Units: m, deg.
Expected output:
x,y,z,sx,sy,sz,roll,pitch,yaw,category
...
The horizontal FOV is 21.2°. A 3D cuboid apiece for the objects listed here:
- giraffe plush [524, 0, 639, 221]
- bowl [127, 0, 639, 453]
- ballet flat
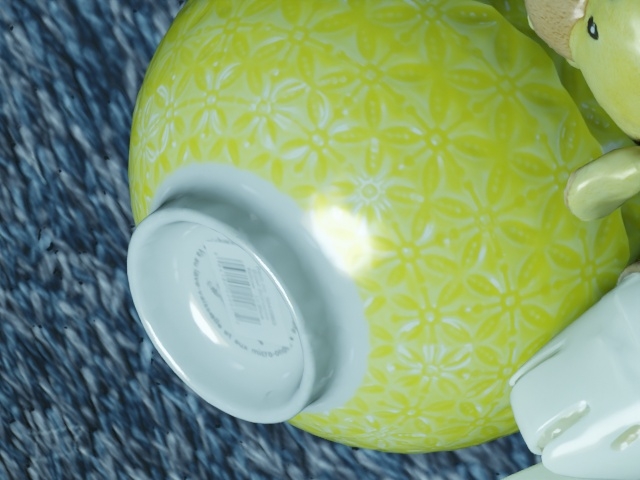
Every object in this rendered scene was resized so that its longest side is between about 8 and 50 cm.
x,y,z,sx,sy,sz,roll,pitch,yaw,category
0.140,-0.087,0.602,0.210,0.170,0.181,20,124,33,giraffe plush
0.000,0.000,0.832,0.289,0.156,0.289,25,133,30,bowl
0.140,0.103,0.784,0.342,0.124,0.116,98,163,-45,ballet flat
